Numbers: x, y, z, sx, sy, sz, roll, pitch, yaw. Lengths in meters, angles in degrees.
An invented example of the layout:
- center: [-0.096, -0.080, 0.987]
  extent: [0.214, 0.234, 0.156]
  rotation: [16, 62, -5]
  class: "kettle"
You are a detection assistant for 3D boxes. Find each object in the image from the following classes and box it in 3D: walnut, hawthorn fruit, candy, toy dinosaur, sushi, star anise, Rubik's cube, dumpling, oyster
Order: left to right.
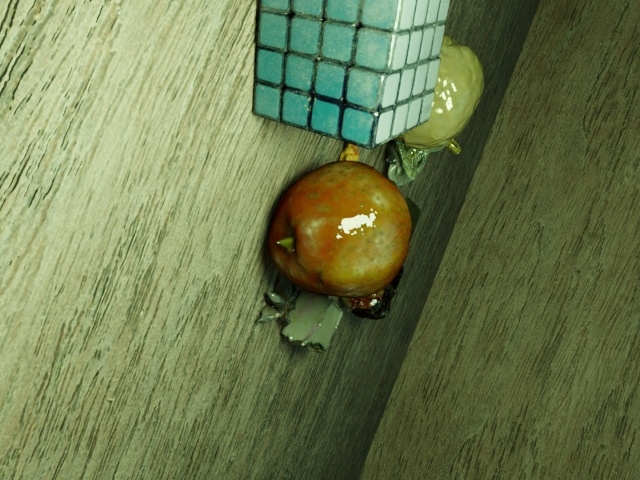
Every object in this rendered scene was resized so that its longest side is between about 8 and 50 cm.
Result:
- center: [-0.116, 0.185, 1.792]
  extent: [0.172, 0.063, 0.208]
  rotation: [-69, 156, -6]
  class: "star anise"
- center: [-0.028, 0.272, 1.958]
  extent: [0.195, 0.137, 0.185]
  rotation: [-65, 156, -15]
  class: "candy"
- center: [0.037, -0.022, 1.601]
  extent: [0.403, 0.402, 0.403]
  rotation: [-46, 147, -42]
  class: "hawthorn fruit"
- center: [0.095, -0.261, 1.894]
  extent: [0.117, 0.070, 0.288]
  rotation: [-54, 158, -55]
  class: "toy dinosaur"
- center: [0.076, -0.443, 1.360]
  extent: [0.343, 0.344, 0.337]
  rotation: [-34, 137, -51]
  class: "Rubik's cube"
- center: [0.203, 0.167, 2.345]
  extent: [0.182, 0.196, 0.343]
  rotation: [55, 51, -40]
  class: "sushi"
- center: [0.337, -0.341, 2.258]
  extent: [0.293, 0.163, 0.204]
  rotation: [-55, 174, -12]
  class: "dumpling"
- center: [0.334, -0.394, 2.107]
  extent: [0.158, 0.162, 0.351]
  rotation: [16, 72, -43]
  class: "oyster"
- center: [0.333, -0.484, 1.870]
  extent: [0.381, 0.381, 0.381]
  rotation: [-46, 147, -42]
  class: "walnut"

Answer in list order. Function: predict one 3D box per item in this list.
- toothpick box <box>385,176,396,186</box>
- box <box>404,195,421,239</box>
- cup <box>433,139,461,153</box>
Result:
- center: [0.151, -0.075, 1.977]
  extent: [0.192, 0.192, 0.295]
  rotation: [24, 84, -66]
  class: "toothpick box"
- center: [0.286, -0.088, 2.345]
  extent: [0.273, 0.143, 0.184]
  rotation: [21, 90, -66]
  class: "box"
- center: [0.495, -0.445, 2.415]
  extent: [0.185, 0.241, 0.226]
  rotation: [-46, 173, 24]
  class: "cup"
